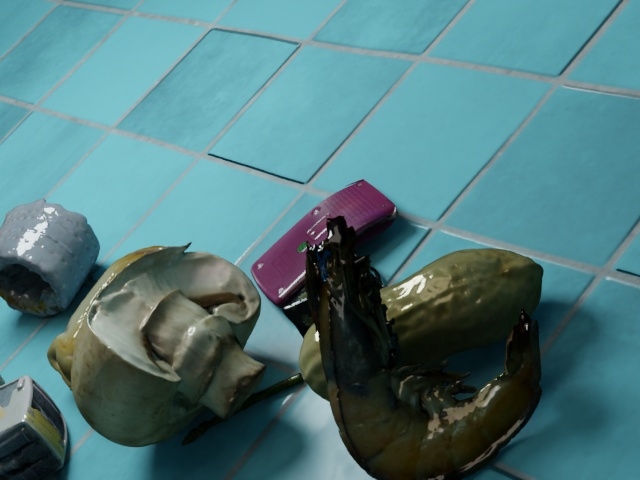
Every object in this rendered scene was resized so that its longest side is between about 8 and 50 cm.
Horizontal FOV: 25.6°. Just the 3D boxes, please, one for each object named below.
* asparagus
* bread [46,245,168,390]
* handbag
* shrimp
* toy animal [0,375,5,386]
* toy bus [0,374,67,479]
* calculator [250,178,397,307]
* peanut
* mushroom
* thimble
[{"bbox_3d":[-0.092,0.191,1.608,0.163,0.016,0.016,-29,55,7],"label":"asparagus"},{"bbox_3d":[-0.251,0.102,1.783,0.134,0.081,0.225,2,51,47],"label":"bread"},{"bbox_3d":[0.031,0.061,1.630,0.115,0.072,0.139,-26,15,22],"label":"handbag"},{"bbox_3d":[0.100,0.095,1.393,0.222,0.290,0.054,-21,-7,5],"label":"shrimp"},{"bbox_3d":[-0.559,0.182,1.830,0.250,0.166,0.154,-19,54,4],"label":"toy animal"},{"bbox_3d":[-0.470,0.285,1.740,0.342,0.097,0.138,-26,30,15],"label":"toy bus"},{"bbox_3d":[0.000,0.000,1.729,0.190,0.034,0.126,-39,29,-4],"label":"calculator"},{"bbox_3d":[0.110,0.091,1.482,0.274,0.125,0.111,-23,61,5],"label":"peanut"},{"bbox_3d":[-0.169,0.144,1.594,0.195,0.189,0.253,35,41,10],"label":"mushroom"},{"bbox_3d":[-0.384,0.024,1.940,0.151,0.127,0.118,-3,45,36],"label":"thimble"}]
